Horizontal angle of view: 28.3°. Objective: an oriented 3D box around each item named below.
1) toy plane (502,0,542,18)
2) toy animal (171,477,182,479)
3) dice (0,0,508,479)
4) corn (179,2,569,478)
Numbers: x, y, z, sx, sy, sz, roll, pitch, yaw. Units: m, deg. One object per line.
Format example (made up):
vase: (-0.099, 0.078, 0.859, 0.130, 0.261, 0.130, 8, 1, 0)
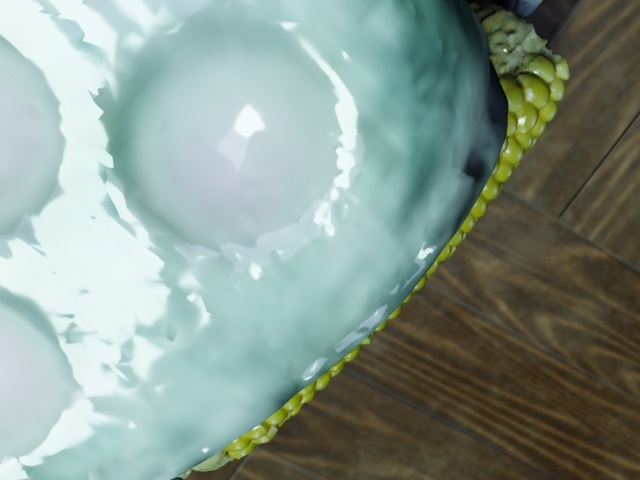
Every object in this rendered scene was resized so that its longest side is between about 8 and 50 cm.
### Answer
toy plane: (0.160, -0.232, 0.699, 0.212, 0.088, 0.267, 7, 115, -26)
toy animal: (-0.149, 0.154, 0.792, 0.255, 0.239, 0.176, 6, 156, 30)
dice: (-0.142, -0.098, 0.572, 0.330, 0.328, 0.348, -42, 116, 11)
corn: (0.000, 0.000, 0.743, 0.347, 0.130, 0.130, -46, 116, -3)
